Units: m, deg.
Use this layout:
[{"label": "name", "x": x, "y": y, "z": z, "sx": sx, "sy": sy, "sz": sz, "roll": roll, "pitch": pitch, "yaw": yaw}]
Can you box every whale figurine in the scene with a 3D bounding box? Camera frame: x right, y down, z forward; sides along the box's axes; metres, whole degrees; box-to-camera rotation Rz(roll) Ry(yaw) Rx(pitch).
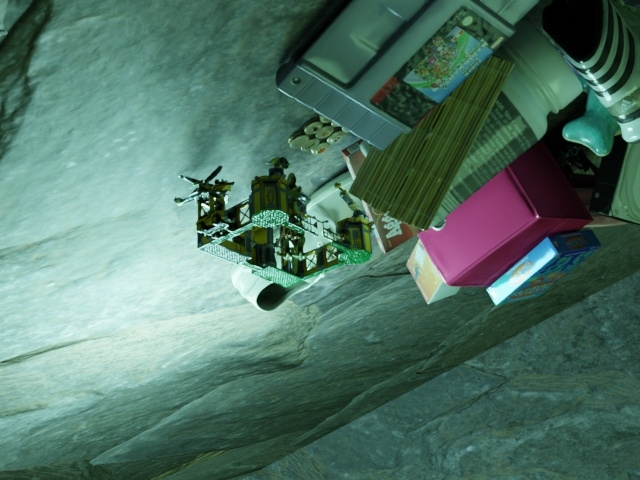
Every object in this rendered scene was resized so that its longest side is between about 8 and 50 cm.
[{"label": "whale figurine", "x": 0.589, "y": -0.291, "z": 1.825, "sx": 0.272, "sy": 0.216, "sz": 0.141, "roll": -45, "pitch": 149, "yaw": -18}]

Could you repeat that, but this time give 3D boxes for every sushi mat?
[{"label": "sushi mat", "x": 0.181, "y": -0.183, "z": 1.546, "sx": 0.317, "sy": 0.151, "sz": 0.019, "roll": -63, "pitch": 171, "yaw": 8}]

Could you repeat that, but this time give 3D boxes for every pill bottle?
[{"label": "pill bottle", "x": 0.265, "y": -0.208, "z": 1.645, "sx": 0.361, "sy": 0.204, "sz": 0.204, "roll": -40, "pitch": 155, "yaw": 10}]

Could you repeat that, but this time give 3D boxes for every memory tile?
[{"label": "memory tile", "x": 0.022, "y": -0.204, "z": 1.666, "sx": 0.148, "sy": 0.012, "sz": 0.113, "roll": -36, "pitch": 155, "yaw": 22}]

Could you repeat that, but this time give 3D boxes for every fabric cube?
[{"label": "fabric cube", "x": 0.372, "y": -0.073, "z": 2.005, "sx": 0.259, "sy": 0.254, "sz": 0.258, "roll": 2, "pitch": 145, "yaw": -49}]

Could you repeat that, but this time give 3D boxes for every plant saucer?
[{"label": "plant saucer", "x": 0.587, "y": -0.102, "z": 2.202, "sx": 0.332, "sy": 0.084, "sz": 0.332, "roll": -1, "pitch": -167, "yaw": 0}]

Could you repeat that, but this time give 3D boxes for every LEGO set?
[{"label": "LEGO set", "x": -0.071, "y": -0.065, "z": 1.633, "sx": 0.331, "sy": 0.192, "sz": 0.255, "roll": 18, "pitch": 146, "yaw": -38}]

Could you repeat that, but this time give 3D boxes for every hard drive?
[{"label": "hard drive", "x": 0.710, "y": -0.202, "z": 2.018, "sx": 0.237, "sy": 0.064, "sz": 0.339, "roll": 12, "pitch": 93, "yaw": -40}]

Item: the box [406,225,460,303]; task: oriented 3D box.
[{"label": "box", "x": 0.303, "y": 0.061, "z": 2.374, "sx": 0.091, "sy": 0.130, "sz": 0.170, "roll": -19, "pitch": 155, "yaw": -20}]

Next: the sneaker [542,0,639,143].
[{"label": "sneaker", "x": 0.524, "y": -0.380, "z": 1.591, "sx": 0.169, "sy": 0.257, "sz": 0.447, "roll": -33, "pitch": -162, "yaw": 38}]

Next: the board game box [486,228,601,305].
[{"label": "board game box", "x": 0.484, "y": 0.059, "z": 2.023, "sx": 0.160, "sy": 0.047, "sz": 0.210, "roll": -8, "pitch": 151, "yaw": -39}]

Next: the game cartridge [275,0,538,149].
[{"label": "game cartridge", "x": 0.127, "y": -0.300, "z": 1.397, "sx": 0.230, "sy": 0.068, "sz": 0.355, "roll": 30, "pitch": 127, "yaw": -24}]

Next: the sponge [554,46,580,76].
[{"label": "sponge", "x": 0.427, "y": -0.300, "z": 1.867, "sx": 0.117, "sy": 0.031, "sz": 0.210, "roll": 2, "pitch": 144, "yaw": -48}]

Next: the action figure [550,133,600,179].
[{"label": "action figure", "x": 0.626, "y": -0.209, "z": 2.124, "sx": 0.275, "sy": 0.141, "sz": 0.164, "roll": -34, "pitch": 178, "yaw": 9}]

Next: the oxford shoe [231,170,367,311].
[{"label": "oxford shoe", "x": 0.000, "y": 0.000, "z": 1.931, "sx": 0.449, "sy": 0.130, "sz": 0.169, "roll": -39, "pitch": 149, "yaw": 22}]

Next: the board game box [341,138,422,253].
[{"label": "board game box", "x": 0.146, "y": -0.106, "z": 1.832, "sx": 0.145, "sy": 0.027, "sz": 0.281, "roll": -31, "pitch": 135, "yaw": -6}]
